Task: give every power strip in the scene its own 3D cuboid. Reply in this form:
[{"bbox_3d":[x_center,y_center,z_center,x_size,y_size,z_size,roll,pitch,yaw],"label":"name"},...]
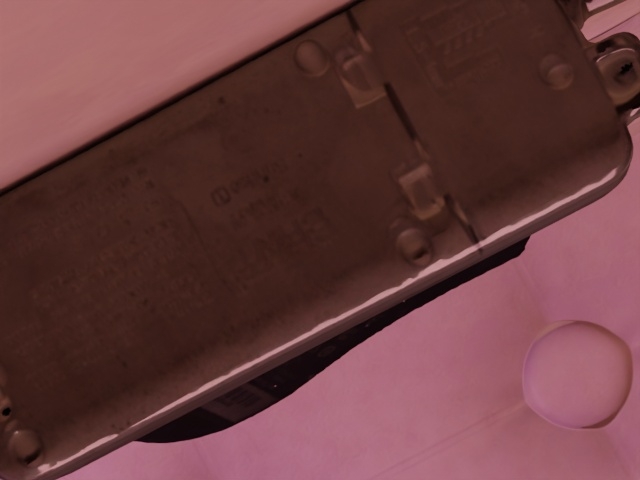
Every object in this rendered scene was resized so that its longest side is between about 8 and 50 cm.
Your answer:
[{"bbox_3d":[0.005,-0.021,0.497,0.288,0.093,0.053,-27,172,2],"label":"power strip"}]

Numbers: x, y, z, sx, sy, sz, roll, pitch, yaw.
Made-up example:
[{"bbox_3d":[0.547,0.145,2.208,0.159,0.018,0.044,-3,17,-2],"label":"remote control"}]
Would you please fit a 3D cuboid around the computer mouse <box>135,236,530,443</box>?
[{"bbox_3d":[0.000,0.000,0.718,0.264,0.088,0.147,-28,158,6],"label":"computer mouse"}]
